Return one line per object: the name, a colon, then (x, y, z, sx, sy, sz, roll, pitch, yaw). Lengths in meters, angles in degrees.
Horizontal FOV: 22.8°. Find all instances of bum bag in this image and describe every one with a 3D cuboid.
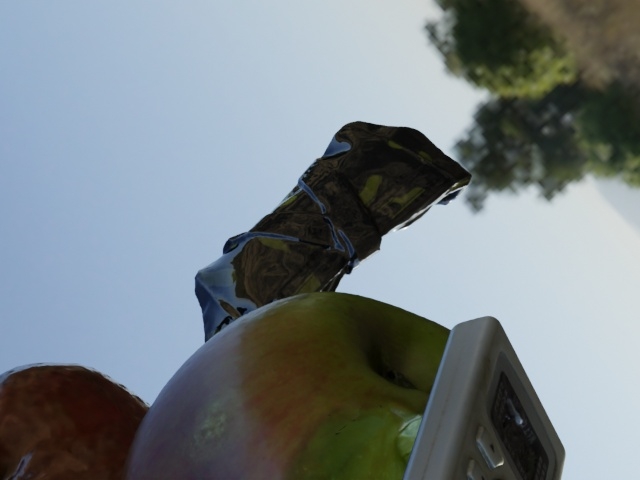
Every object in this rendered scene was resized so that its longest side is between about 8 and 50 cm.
bum bag: (0.000, 0.000, 1.129, 0.106, 0.232, 0.060, 36, 156, 29)

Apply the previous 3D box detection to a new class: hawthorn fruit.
hawthorn fruit: (-0.199, 0.246, 1.125, 0.287, 0.287, 0.330, 52, 170, 28)

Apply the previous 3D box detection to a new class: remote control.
remote control: (0.062, 0.117, 0.636, 0.087, 0.029, 0.190, 61, -151, -22)

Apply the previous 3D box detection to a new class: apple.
apple: (0.013, 0.153, 0.892, 0.246, 0.226, 0.246, 31, -163, -11)
